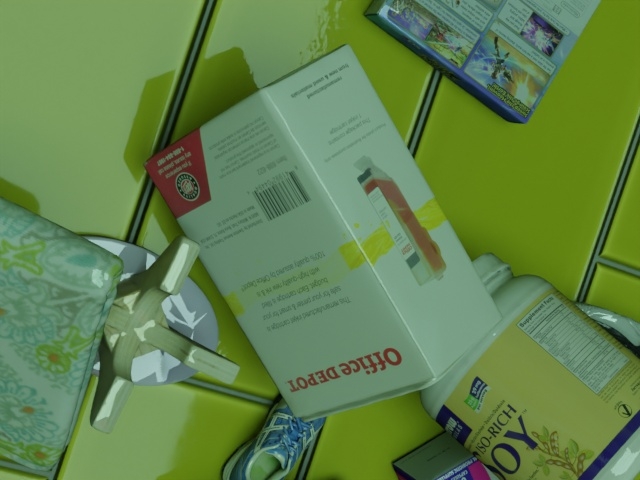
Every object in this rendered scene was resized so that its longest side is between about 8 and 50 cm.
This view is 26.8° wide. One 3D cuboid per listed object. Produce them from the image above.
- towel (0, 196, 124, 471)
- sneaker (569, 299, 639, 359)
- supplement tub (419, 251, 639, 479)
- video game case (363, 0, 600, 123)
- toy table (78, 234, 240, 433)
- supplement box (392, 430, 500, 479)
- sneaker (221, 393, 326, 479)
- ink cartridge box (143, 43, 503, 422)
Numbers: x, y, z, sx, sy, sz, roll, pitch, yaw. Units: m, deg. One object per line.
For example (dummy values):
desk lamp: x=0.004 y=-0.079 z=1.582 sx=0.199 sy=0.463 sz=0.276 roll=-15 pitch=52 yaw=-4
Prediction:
towel: x=-0.401 y=0.081 z=1.507 sx=0.321 sy=0.090 sz=0.374 roll=23 pitch=133 yaw=0
sneaker: x=0.424 y=0.189 z=1.947 sx=0.269 sy=0.101 sz=0.153 roll=24 pitch=86 yaw=-23
supplement tub: x=0.283 y=0.197 z=1.765 sx=0.331 sy=0.241 sz=0.241 roll=41 pitch=82 yaw=16
video game case: x=0.232 y=-0.332 z=1.829 sx=0.270 sy=0.061 sz=0.244 roll=33 pitch=84 yaw=-20
toy table: x=-0.238 y=0.102 z=1.672 sx=0.274 sy=0.161 sz=0.252 roll=14 pitch=93 yaw=-22
supplement box: x=0.207 y=0.393 z=1.896 sx=0.111 sy=0.114 sz=0.220 roll=-29 pitch=108 yaw=-15
sneaker: x=-0.043 y=0.267 z=1.804 sx=0.080 sy=0.081 sz=0.211 roll=39 pitch=82 yaw=-18
ink cartridge box: x=0.000 y=0.000 z=1.629 sx=0.160 sy=0.279 sz=0.384 roll=-34 pitch=97 yaw=-40
